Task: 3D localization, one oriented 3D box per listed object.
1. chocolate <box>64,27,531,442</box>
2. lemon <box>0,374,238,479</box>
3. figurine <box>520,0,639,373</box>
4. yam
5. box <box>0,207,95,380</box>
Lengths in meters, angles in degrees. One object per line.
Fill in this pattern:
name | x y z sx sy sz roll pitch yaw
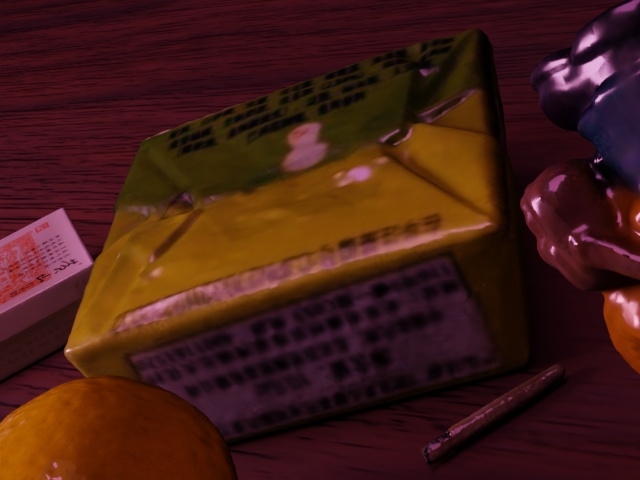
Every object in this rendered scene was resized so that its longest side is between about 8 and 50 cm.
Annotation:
chocolate | 0.000 0.000 0.932 0.301 0.137 0.289 -17 30 14
lemon | -0.123 0.170 0.714 0.170 0.170 0.207 -17 31 12
figurine | 0.205 0.053 0.514 0.185 0.332 0.204 -18 6 -20
yam | 0.107 0.106 0.802 0.107 0.014 0.014 -31 30 -13
box | -0.282 0.063 1.108 0.201 0.058 0.141 -28 29 -8
